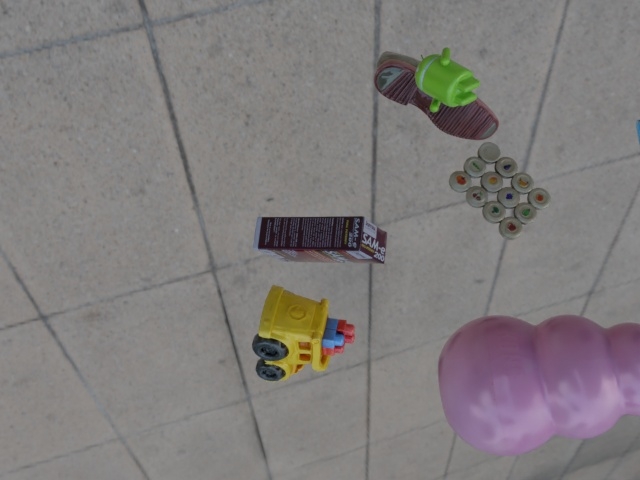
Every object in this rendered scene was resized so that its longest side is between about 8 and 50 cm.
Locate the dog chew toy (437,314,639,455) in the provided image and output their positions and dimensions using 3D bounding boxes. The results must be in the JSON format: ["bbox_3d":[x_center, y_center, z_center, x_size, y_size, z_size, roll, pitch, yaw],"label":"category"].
[{"bbox_3d":[0.345,0.199,1.001,0.331,0.207,0.207,-11,146,19],"label":"dog chew toy"}]

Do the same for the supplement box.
[{"bbox_3d":[0.000,0.000,1.393,0.239,0.073,0.130,0,167,28],"label":"supplement box"}]

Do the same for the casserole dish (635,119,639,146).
[{"bbox_3d":[0.476,-0.095,0.935,0.037,0.114,0.188,-27,141,16],"label":"casserole dish"}]

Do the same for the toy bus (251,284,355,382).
[{"bbox_3d":[-0.032,0.221,1.520,0.211,0.149,0.220,8,138,5],"label":"toy bus"}]

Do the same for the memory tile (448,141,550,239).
[{"bbox_3d":[0.290,-0.082,1.111,0.113,0.148,0.012,-42,168,-17],"label":"memory tile"}]

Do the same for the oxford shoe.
[{"bbox_3d":[0.292,-0.368,1.691,0.348,0.130,0.123,27,129,-18],"label":"oxford shoe"}]

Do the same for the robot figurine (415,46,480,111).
[{"bbox_3d":[0.205,-0.264,1.134,0.067,0.115,0.101,-30,143,-31],"label":"robot figurine"}]
